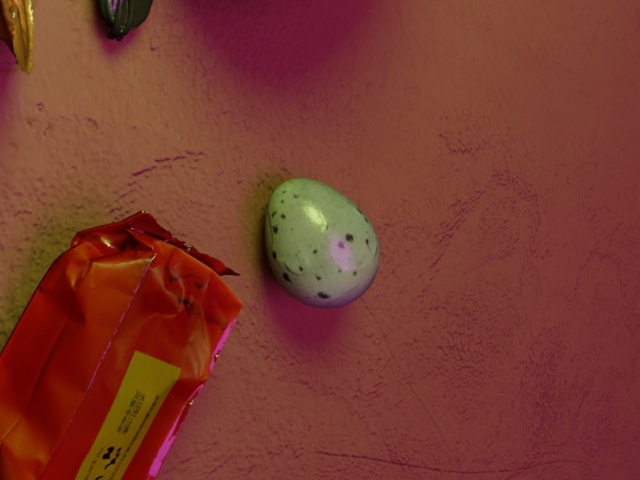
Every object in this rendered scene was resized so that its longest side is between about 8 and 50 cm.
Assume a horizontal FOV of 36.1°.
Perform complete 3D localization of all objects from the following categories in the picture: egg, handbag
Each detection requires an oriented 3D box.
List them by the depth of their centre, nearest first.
[{"bbox_3d":[-0.189,-0.246,0.936,0.072,0.047,0.111,-4,106,-48],"label":"handbag"},{"bbox_3d":[0.000,0.000,1.134,0.131,0.131,0.164,-35,117,-30],"label":"egg"}]

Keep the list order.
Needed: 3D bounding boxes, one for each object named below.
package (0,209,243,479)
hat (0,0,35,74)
[{"bbox_3d":[-0.232,0.180,0.949,0.196,0.123,0.424,34,79,-58],"label":"package"},{"bbox_3d":[-0.354,-0.232,0.742,0.233,0.244,0.234,-8,78,-11],"label":"hat"}]
